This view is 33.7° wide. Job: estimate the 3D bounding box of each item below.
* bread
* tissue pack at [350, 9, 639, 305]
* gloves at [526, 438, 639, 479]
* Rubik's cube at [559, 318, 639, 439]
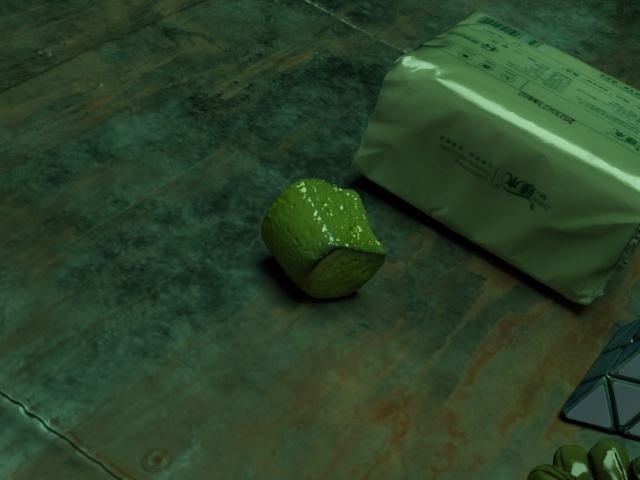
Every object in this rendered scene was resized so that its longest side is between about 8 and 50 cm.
[{"bbox_3d":[0.000,0.000,1.211,0.129,0.111,0.114,5,41,-42],"label":"bread"},{"bbox_3d":[0.280,-0.122,1.407,0.380,0.207,0.297,33,37,17],"label":"tissue pack"},{"bbox_3d":[0.297,0.280,0.934,0.154,0.141,0.331,-4,8,-29],"label":"gloves"},{"bbox_3d":[0.345,0.141,1.172,0.178,0.190,0.211,-19,44,-18],"label":"Rubik's cube"}]
